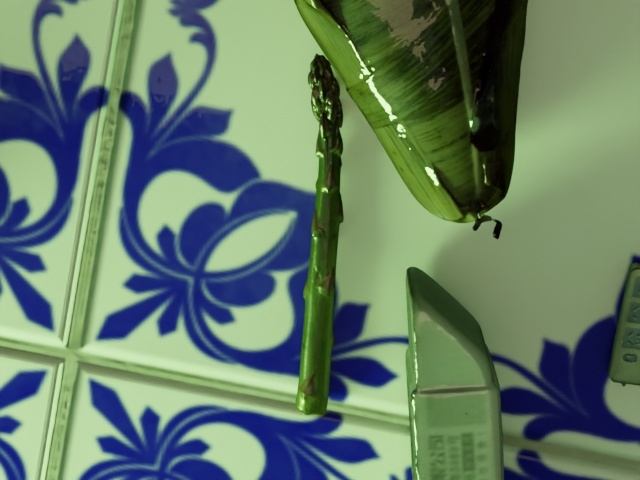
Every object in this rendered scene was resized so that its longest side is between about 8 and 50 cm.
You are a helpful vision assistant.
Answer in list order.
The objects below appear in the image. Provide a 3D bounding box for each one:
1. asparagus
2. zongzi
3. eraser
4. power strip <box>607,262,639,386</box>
[{"bbox_3d":[0.000,0.000,1.299,0.024,0.025,0.248,20,115,41],"label":"asparagus"},{"bbox_3d":[0.113,-0.128,1.221,0.204,0.094,0.205,-31,108,3],"label":"zongzi"},{"bbox_3d":[0.093,0.191,1.324,0.061,0.089,0.352,-4,107,0],"label":"eraser"},{"bbox_3d":[0.217,0.056,1.311,0.040,0.016,0.090,9,108,-1],"label":"power strip"}]
